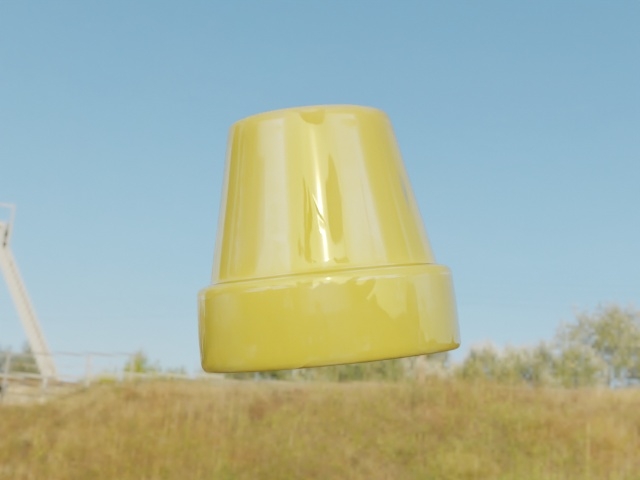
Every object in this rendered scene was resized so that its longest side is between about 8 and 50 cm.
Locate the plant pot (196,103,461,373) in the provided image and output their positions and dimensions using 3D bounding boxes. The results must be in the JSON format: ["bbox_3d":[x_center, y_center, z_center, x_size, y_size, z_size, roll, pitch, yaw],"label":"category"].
[{"bbox_3d":[0.000,0.000,0.987,0.254,0.239,0.254,-5,-5,0],"label":"plant pot"}]
